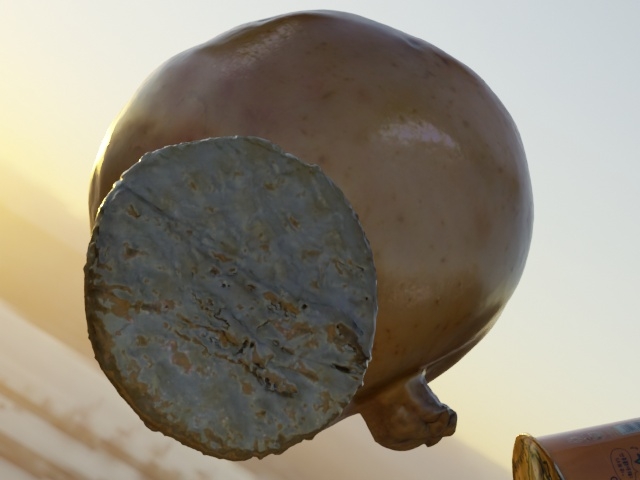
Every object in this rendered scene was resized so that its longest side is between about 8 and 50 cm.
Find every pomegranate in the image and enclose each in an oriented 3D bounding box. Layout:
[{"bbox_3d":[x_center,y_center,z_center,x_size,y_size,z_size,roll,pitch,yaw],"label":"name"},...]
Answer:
[{"bbox_3d":[0.000,0.000,1.604,0.411,0.411,0.411,32,-4,3],"label":"pomegranate"}]

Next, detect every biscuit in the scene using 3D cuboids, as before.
[{"bbox_3d":[-0.055,0.035,1.231,0.220,0.219,0.033,33,-21,-16],"label":"biscuit"}]

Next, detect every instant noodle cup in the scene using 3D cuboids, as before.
[{"bbox_3d":[0.324,0.288,2.024,0.216,0.172,0.215,164,-90,-79],"label":"instant noodle cup"}]
